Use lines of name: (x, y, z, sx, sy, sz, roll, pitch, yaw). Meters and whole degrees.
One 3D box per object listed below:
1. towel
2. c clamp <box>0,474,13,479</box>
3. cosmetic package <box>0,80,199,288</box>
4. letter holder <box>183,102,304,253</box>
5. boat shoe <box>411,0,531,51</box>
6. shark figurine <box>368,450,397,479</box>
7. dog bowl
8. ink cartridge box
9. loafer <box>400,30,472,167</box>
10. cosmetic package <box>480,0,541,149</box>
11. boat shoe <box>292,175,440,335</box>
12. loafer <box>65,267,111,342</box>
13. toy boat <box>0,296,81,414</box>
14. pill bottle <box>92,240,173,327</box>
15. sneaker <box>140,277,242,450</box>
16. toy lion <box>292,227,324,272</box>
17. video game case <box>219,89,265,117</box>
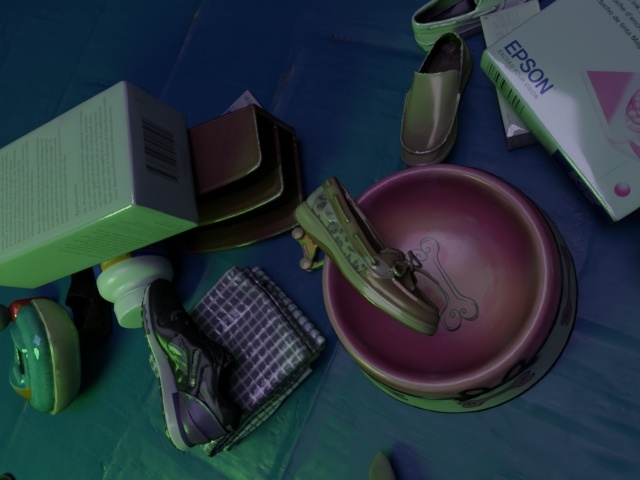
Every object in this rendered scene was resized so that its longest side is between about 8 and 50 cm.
towel: (-0.158, 0.209, 0.950, 0.284, 0.121, 0.235, -47, 64, 6)
c clamp: (-0.710, 0.601, 1.153, 0.160, 0.022, 0.137, 30, 85, 29)
cosmetic package: (-0.458, -0.079, 0.963, 0.452, 0.161, 0.230, -17, 72, 23)
letter holder: (-0.201, -0.099, 1.019, 0.301, 0.152, 0.215, -14, 77, 25)
boat shoe: (0.289, -0.433, 0.938, 0.258, 0.084, 0.095, -28, 66, 15)
shark figurine: (0.156, 0.458, 0.749, 0.278, 0.116, 0.166, 26, 89, 29)
dog bowl: (0.182, 0.062, 0.820, 0.407, 0.150, 0.409, -6, 74, 22)
ink cartridge box: (0.469, -0.244, 0.767, 0.330, 0.071, 0.324, -35, 77, 8)
loafer: (0.195, -0.251, 0.909, 0.101, 0.092, 0.269, 7, 68, 28)
cosmetic package: (0.344, -0.281, 0.887, 0.098, 0.060, 0.239, -10, 73, 16)
boat shoe: (0.071, 0.016, 0.740, 0.089, 0.104, 0.285, -49, 62, 9)
loafer: (-0.523, 0.117, 1.161, 0.080, 0.078, 0.220, -29, 67, 15)
toy boat: (-0.624, 0.225, 1.113, 0.318, 0.148, 0.268, 35, 125, 40)
pill bottle: (-0.397, 0.036, 1.085, 0.152, 0.152, 0.272, -32, 65, 13)
sneaker: (-0.206, 0.189, 0.872, 0.124, 0.107, 0.284, -20, 75, 3)
toy lion: (0.000, 0.000, 0.987, 0.095, 0.034, 0.100, -19, 69, 11)
video game case: (-0.168, -0.227, 1.128, 0.143, 0.019, 0.157, -41, 65, 10)
